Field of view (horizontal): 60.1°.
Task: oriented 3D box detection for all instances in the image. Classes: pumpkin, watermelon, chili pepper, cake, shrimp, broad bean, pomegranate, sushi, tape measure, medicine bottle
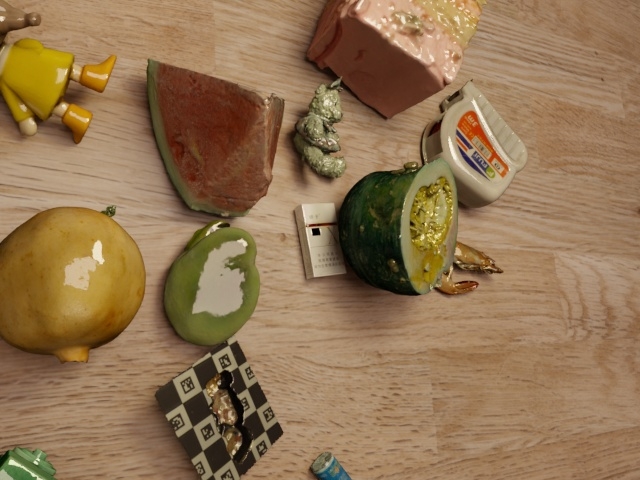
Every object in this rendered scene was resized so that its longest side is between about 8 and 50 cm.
[{"bbox_3d":[0.155,-0.026,1.174,0.293,0.196,0.264,-30,113,-49],"label":"pumpkin"},{"bbox_3d":[-0.196,-0.201,0.993,0.250,0.292,0.283,2,76,0],"label":"watermelon"},{"bbox_3d":[-0.385,-0.032,0.957,0.083,0.022,0.027,-41,101,-28],"label":"chili pepper"},{"bbox_3d":[0.170,-0.490,1.251,0.314,0.293,0.307,27,70,-18],"label":"cake"},{"bbox_3d":[0.346,0.070,1.348,0.235,0.053,0.133,13,69,-24],"label":"shrimp"},{"bbox_3d":[-0.193,0.073,0.998,0.169,0.100,0.228,4,72,-15],"label":"broad bean"},{"bbox_3d":[-0.375,0.063,0.828,0.233,0.233,0.233,8,74,-29],"label":"pomegranate"},{"bbox_3d":[-0.183,0.308,0.973,0.192,0.050,0.215,-33,100,-49],"label":"sushi"},{"bbox_3d":[0.381,-0.234,1.405,0.258,0.130,0.265,46,65,-10],"label":"tape measure"},{"bbox_3d":[0.056,0.495,1.068,0.051,0.051,0.191,-42,99,-32],"label":"medicine bottle"}]

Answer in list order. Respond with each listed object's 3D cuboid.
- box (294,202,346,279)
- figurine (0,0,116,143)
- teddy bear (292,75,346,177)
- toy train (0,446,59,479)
[{"bbox_3d":[0.000,0.000,1.166,0.083,0.040,0.155,-5,81,-31],"label":"box"},{"bbox_3d":[-0.512,-0.300,0.866,0.343,0.187,0.215,22,79,-32],"label":"figurine"},{"bbox_3d":[-0.004,-0.238,1.191,0.133,0.111,0.213,13,77,-72],"label":"teddy bear"},{"bbox_3d":[-0.357,0.395,0.760,0.301,0.202,0.120,42,65,-15],"label":"toy train"}]
